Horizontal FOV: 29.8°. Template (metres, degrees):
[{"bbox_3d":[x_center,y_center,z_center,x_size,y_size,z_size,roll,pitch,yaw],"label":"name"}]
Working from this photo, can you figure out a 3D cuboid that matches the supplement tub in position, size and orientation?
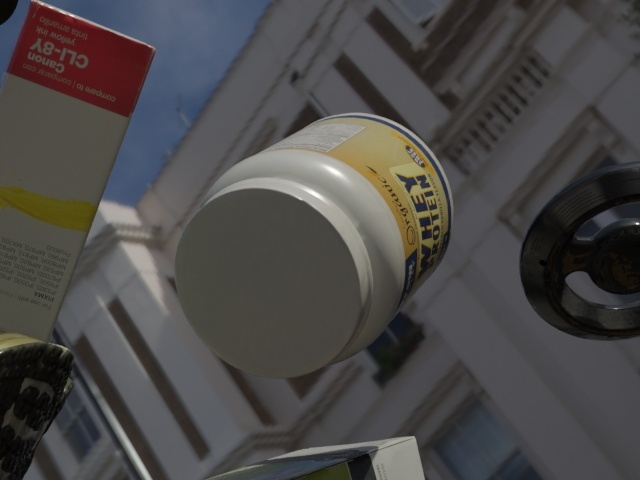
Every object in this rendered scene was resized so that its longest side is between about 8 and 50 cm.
[{"bbox_3d":[0.000,0.000,1.277,0.228,0.228,0.316,-54,-6,25],"label":"supplement tub"}]

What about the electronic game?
[{"bbox_3d":[0.324,0.016,1.269,0.229,0.048,0.229,-2,-54,-3],"label":"electronic game"}]

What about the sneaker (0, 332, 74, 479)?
[{"bbox_3d":[-0.340,0.143,1.106,0.158,0.182,0.410,-64,5,-17],"label":"sneaker"}]

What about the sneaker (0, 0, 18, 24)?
[{"bbox_3d":[-0.369,-0.358,1.216,0.090,0.145,0.270,-30,-29,-39],"label":"sneaker"}]

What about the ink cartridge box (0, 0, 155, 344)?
[{"bbox_3d":[-0.358,-0.090,1.519,0.160,0.279,0.385,19,-87,-17],"label":"ink cartridge box"}]

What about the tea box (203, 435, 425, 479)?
[{"bbox_3d":[-0.036,0.424,1.364,0.323,0.329,0.220,-9,-5,-41],"label":"tea box"}]
